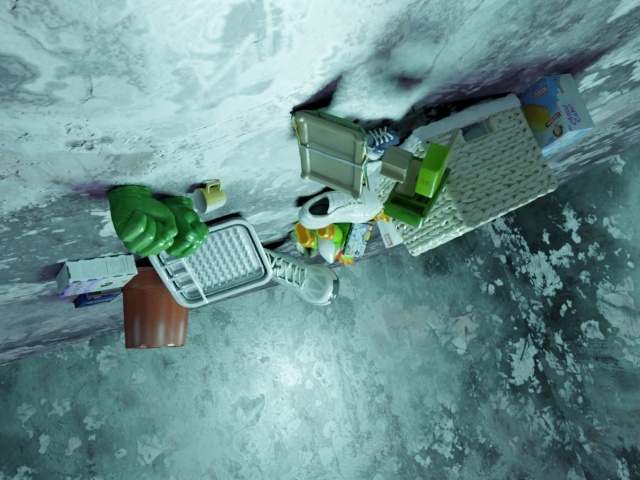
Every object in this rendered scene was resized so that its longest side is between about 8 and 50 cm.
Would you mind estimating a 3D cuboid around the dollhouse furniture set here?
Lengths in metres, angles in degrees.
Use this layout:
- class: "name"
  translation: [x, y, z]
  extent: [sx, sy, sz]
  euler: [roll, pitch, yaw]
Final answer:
- class: "dollhouse furniture set"
  translation: [0.111, -0.185, 0.947]
  extent: [0.151, 0.301, 0.198]
  euler: [-58, 162, -28]

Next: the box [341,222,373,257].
- class: "box"
  translation: [0.141, -0.004, 1.767]
  extent: [0.093, 0.137, 0.027]
  euler: [6, -160, -34]

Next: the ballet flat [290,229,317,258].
- class: "ballet flat"
  translation: [-0.070, 0.034, 1.911]
  extent: [0.072, 0.067, 0.206]
  euler: [-18, 144, 18]

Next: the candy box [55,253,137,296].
- class: "candy box"
  translation: [-0.696, 0.108, 1.444]
  extent: [0.196, 0.070, 0.164]
  euler: [-8, 166, -41]

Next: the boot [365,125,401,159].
- class: "boot"
  translation: [0.125, -0.238, 1.068]
  extent: [0.086, 0.069, 0.190]
  euler: [-30, 174, 21]

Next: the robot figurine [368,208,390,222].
- class: "robot figurine"
  translation: [0.231, -0.124, 1.755]
  extent: [0.210, 0.085, 0.290]
  euler: [-25, 168, 32]

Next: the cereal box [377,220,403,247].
- class: "cereal box"
  translation: [0.346, -0.091, 1.885]
  extent: [0.240, 0.173, 0.047]
  euler: [-23, 170, 32]

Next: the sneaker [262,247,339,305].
- class: "sneaker"
  translation: [-0.145, 0.139, 1.859]
  extent: [0.257, 0.169, 0.447]
  euler: [14, -176, -44]

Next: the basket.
- class: "basket"
  translation: [0.356, -0.155, 1.222]
  extent: [0.328, 0.267, 0.331]
  euler: [-23, 173, -20]

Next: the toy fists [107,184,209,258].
- class: "toy fists"
  translation: [-0.357, -0.036, 1.064]
  extent: [0.096, 0.143, 0.279]
  euler: [-21, 170, 16]

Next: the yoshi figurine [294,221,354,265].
- class: "yoshi figurine"
  translation: [0.060, -0.034, 1.848]
  extent: [0.203, 0.203, 0.362]
  euler: [-57, 146, 7]

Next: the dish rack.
- class: "dish rack"
  translation: [-0.344, 0.063, 1.492]
  extent: [0.332, 0.072, 0.286]
  euler: [-18, 128, 0]

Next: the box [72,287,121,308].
- class: "box"
  translation: [-0.885, 0.225, 1.843]
  extent: [0.136, 0.037, 0.225]
  euler: [-8, 167, -43]

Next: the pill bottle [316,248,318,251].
- class: "pill bottle"
  translation: [0.000, 0.000, 2.013]
  extent: [0.151, 0.086, 0.086]
  euler: [-18, 170, 3]

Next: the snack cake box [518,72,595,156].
- class: "snack cake box"
  translation: [0.558, -0.295, 1.224]
  extent: [0.089, 0.152, 0.264]
  euler: [-14, 169, -21]

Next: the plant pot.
- class: "plant pot"
  translation: [-0.584, 0.248, 1.655]
  extent: [0.271, 0.266, 0.272]
  euler: [-2, 167, 0]

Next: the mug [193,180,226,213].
- class: "mug"
  translation: [-0.259, -0.103, 1.117]
  extent: [0.064, 0.062, 0.078]
  euler: [-19, 180, -40]

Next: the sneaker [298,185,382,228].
- class: "sneaker"
  translation: [0.079, -0.109, 1.490]
  extent: [0.304, 0.114, 0.152]
  euler: [-17, 171, -6]
